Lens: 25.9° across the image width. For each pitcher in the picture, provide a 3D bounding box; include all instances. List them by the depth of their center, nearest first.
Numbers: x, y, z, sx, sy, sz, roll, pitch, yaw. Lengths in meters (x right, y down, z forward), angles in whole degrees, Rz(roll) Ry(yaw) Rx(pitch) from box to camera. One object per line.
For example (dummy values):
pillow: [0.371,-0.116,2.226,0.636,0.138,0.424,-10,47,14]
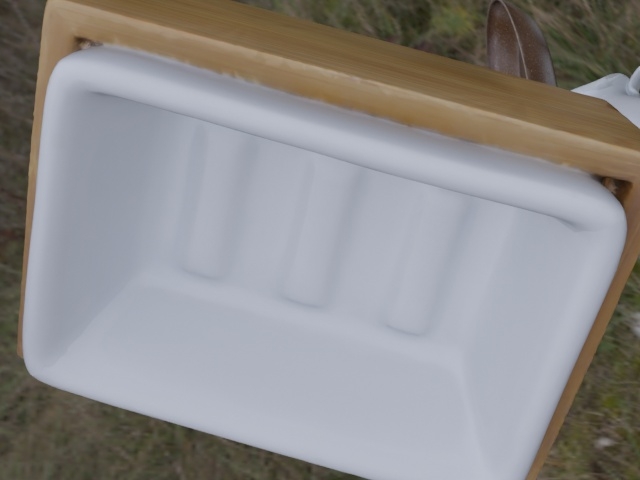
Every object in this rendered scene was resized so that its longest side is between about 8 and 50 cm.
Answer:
pitcher: [0.398,-0.135,1.686,0.177,0.125,0.207,-36,39,5]

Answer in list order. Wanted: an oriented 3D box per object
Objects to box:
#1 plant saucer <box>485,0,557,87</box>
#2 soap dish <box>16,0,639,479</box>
plant saucer: [0.200,-0.140,1.356,0.036,0.198,0.199,-9,74,-2]
soap dish: [0.000,0.000,0.705,0.290,0.118,0.229,15,128,1]
